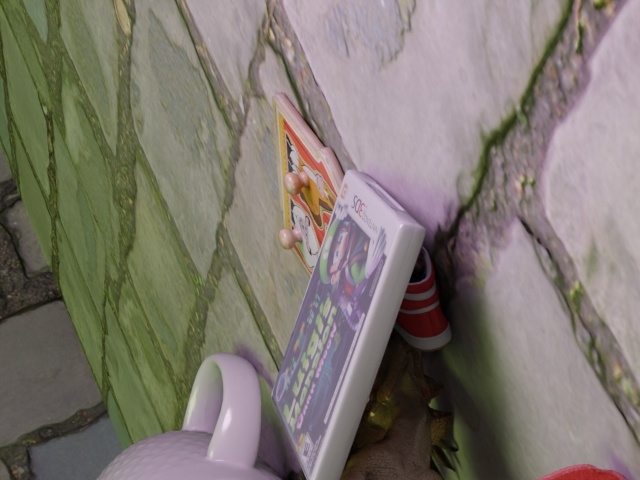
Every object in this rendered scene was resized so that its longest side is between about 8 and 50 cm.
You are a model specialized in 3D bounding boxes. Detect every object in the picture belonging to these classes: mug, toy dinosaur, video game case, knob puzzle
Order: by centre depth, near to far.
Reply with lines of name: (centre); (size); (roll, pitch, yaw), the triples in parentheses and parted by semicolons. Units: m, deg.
video game case: (0.014, 0.057, 1.014); (0.173, 0.022, 0.190); (-126, 53, -72)
toy dinosaur: (0.024, 0.210, 1.043); (0.127, 0.296, 0.200); (43, 172, -18)
knob puzzle: (0.000, 0.000, 1.200); (0.213, 0.030, 0.213); (57, 159, 37)
mug: (-0.140, 0.315, 1.675); (0.328, 0.276, 0.374); (-145, 68, -74)

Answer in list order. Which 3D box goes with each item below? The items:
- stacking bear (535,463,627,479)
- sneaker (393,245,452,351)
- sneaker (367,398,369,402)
stacking bear: (0.146, 0.302, 0.884); (0.175, 0.164, 0.289); (56, 163, 39)
sneaker: (0.052, 0.030, 1.046); (0.118, 0.042, 0.067); (30, 142, 54)
sneaker: (0.042, 0.151, 1.192); (0.152, 0.058, 0.084); (62, 164, 17)
